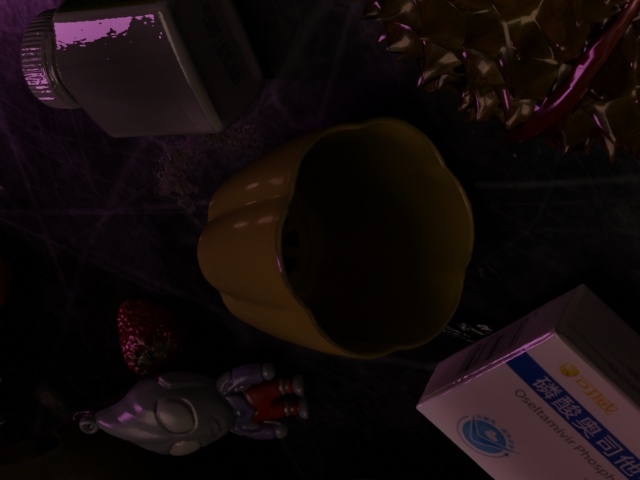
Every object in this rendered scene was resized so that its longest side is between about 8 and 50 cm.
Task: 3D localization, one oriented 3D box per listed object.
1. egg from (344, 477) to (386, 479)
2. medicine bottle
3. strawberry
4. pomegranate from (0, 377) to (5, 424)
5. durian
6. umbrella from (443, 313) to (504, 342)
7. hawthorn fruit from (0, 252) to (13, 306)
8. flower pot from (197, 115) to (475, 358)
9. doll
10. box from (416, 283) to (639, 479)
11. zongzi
[{"bbox_3d":[0.034,0.352,1.718,0.220,0.220,0.270,34,135,5],"label":"egg"},{"bbox_3d":[-0.157,-0.158,1.474,0.188,0.088,0.132,1,128,37],"label":"medicine bottle"},{"bbox_3d":[-0.171,0.092,1.758,0.073,0.073,0.083,91,155,-45],"label":"strawberry"},{"bbox_3d":[-0.473,0.163,1.945,0.256,0.221,0.221,12,135,15],"label":"pomegranate"},{"bbox_3d":[0.164,-0.219,1.005,0.384,0.347,0.347,62,147,22],"label":"durian"},{"bbox_3d":[0.075,0.057,1.554,0.269,0.044,0.044,9,96,22],"label":"umbrella"},{"bbox_3d":[-0.369,0.035,1.842,0.093,0.093,0.093,21,138,20],"label":"hawthorn fruit"},{"bbox_3d":[0.000,0.000,1.447,0.179,0.195,0.195,-4,126,56],"label":"flower pot"},{"bbox_3d":[-0.126,0.167,1.730,0.227,0.075,0.102,-7,127,1],"label":"doll"},{"bbox_3d":[0.269,0.202,1.499,0.343,0.065,0.200,43,140,-10],"label":"box"},{"bbox_3d":[-0.213,0.296,1.768,0.123,0.289,0.260,-37,82,47],"label":"zongzi"}]
